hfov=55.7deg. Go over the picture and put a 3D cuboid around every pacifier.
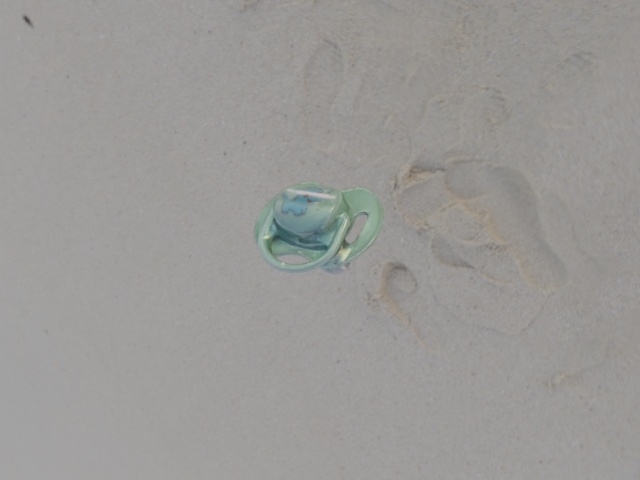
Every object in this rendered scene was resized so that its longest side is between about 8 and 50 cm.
[{"bbox_3d":[0.000,0.000,0.650,0.150,0.127,0.117,5,142,27],"label":"pacifier"}]
